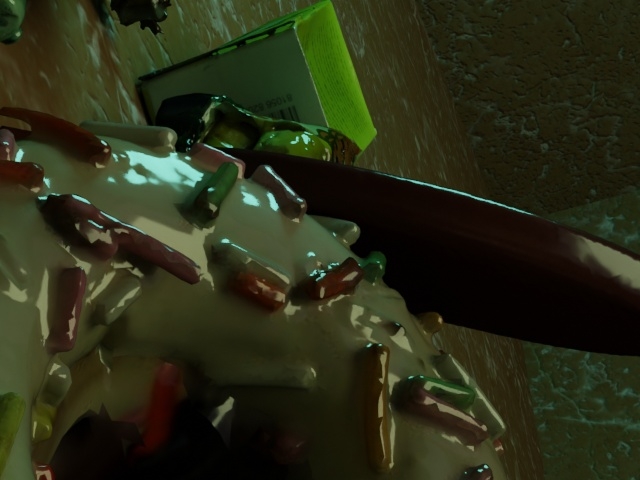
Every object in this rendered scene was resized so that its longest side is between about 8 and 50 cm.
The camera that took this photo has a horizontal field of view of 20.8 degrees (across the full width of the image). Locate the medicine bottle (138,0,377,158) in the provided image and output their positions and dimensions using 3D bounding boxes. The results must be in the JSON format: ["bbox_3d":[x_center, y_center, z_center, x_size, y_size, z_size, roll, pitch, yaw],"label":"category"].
[{"bbox_3d":[-0.046,-0.110,1.476,0.250,0.137,0.141,-58,130,-76],"label":"medicine bottle"}]

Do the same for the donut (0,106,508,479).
[{"bbox_3d":[-0.063,0.115,0.698,0.382,0.142,0.383,24,47,-27],"label":"donut"}]

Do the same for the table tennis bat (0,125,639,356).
[{"bbox_3d":[0.000,0.000,0.939,0.268,0.414,0.051,37,67,-66],"label":"table tennis bat"}]

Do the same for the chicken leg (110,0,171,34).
[{"bbox_3d":[-0.158,-0.270,1.320,0.103,0.088,0.228,61,21,-83],"label":"chicken leg"}]

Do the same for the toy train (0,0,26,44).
[{"bbox_3d":[-0.199,-0.196,1.023,0.194,0.080,0.125,-94,169,-48],"label":"toy train"}]

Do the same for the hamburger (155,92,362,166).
[{"bbox_3d":[-0.059,0.004,1.250,0.235,0.125,0.214,15,82,-72],"label":"hamburger"}]
